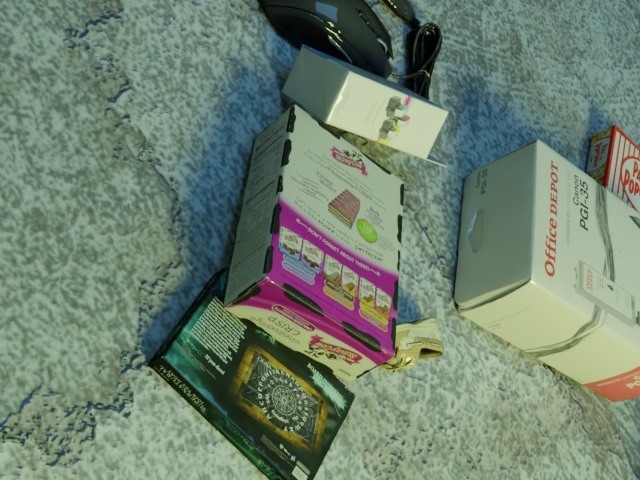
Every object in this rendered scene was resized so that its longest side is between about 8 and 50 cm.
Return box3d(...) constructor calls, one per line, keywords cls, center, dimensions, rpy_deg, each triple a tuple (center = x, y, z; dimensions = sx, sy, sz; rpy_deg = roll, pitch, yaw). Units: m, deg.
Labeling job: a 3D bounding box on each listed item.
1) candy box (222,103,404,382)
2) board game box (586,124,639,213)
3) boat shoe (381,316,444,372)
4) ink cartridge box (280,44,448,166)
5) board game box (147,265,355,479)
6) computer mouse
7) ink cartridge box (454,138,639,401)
box3d(cls="candy box", center=(0.000, 0.000, 1.074), dimensions=(0.159, 0.071, 0.233), rpy_deg=(34, 42, -26))
box3d(cls="board game box", center=(0.429, -0.045, 1.527), dimensions=(0.147, 0.045, 0.193), rpy_deg=(38, 48, -23))
box3d(cls="boat shoe", center=(0.084, 0.112, 1.130), dimensions=(0.135, 0.050, 0.045), rpy_deg=(-10, 72, -45))
box3d(cls="ink cartridge box", center=(0.062, -0.145, 1.193), dimensions=(0.181, 0.061, 0.104), rpy_deg=(16, 15, -37))
box3d(cls="board game box", center=(-0.057, 0.130, 1.009), dimensions=(0.186, 0.026, 0.126), rpy_deg=(47, 45, -14))
box3d(cls="computer mouse", center=(0.055, -0.265, 1.285), dimensions=(0.262, 0.060, 0.184), rpy_deg=(35, 51, -25))
box3d(cls="ink cartridge box", center=(0.306, 0.042, 1.320), dimensions=(0.283, 0.117, 0.207), rpy_deg=(30, 52, -29))
